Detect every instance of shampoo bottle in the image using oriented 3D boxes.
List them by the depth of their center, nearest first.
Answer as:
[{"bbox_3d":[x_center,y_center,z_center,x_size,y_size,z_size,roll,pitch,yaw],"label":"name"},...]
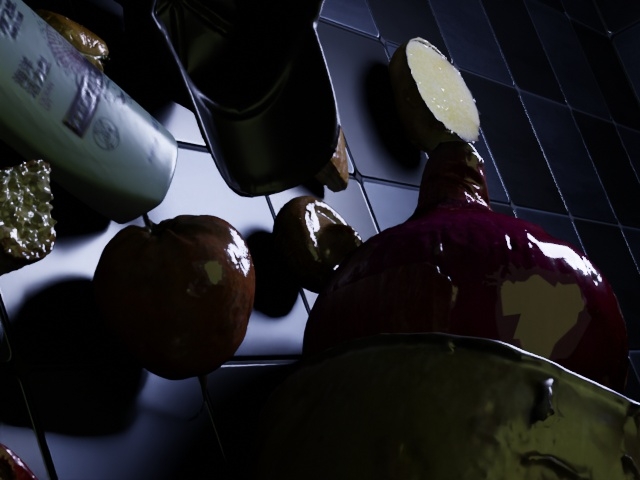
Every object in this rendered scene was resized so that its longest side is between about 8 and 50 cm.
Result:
[{"bbox_3d":[-0.275,-0.148,1.350,0.359,0.078,0.134,42,37,-35],"label":"shampoo bottle"}]

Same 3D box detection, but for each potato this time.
[{"bbox_3d":[0.128,0.322,1.302,0.442,0.385,0.319,32,53,-28],"label":"potato"},{"bbox_3d":[0.152,-0.195,2.161,0.164,0.081,0.200,33,35,-32],"label":"potato"}]

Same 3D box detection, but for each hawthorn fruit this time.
[{"bbox_3d":[-0.115,0.059,1.364,0.189,0.149,0.149,52,28,-12],"label":"hawthorn fruit"}]

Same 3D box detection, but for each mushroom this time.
[{"bbox_3d":[-0.004,0.007,1.684,0.109,0.085,0.126,30,25,14],"label":"mushroom"}]

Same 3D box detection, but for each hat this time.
[{"bbox_3d":[-0.122,-0.204,1.627,0.238,0.209,0.336,-4,86,-40],"label":"hat"}]

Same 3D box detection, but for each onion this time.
[{"bbox_3d":[0.151,0.068,1.603,0.348,0.348,0.385,30,52,-47],"label":"onion"}]

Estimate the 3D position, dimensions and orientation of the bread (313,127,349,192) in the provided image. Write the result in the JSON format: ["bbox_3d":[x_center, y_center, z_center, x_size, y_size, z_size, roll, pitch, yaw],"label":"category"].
[{"bbox_3d":[-0.003,-0.120,1.841,0.136,0.054,0.154,61,29,-9],"label":"bread"}]

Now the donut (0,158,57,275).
[{"bbox_3d":[-0.296,0.000,1.112,0.217,0.141,0.085,-15,88,-55],"label":"donut"}]

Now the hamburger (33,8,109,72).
[{"bbox_3d":[-0.246,-0.192,1.461,0.076,0.044,0.083,25,3,40],"label":"hamburger"}]

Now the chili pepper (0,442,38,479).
[{"bbox_3d":[-0.191,0.249,1.163,0.268,0.059,0.050,53,-11,-11],"label":"chili pepper"}]
